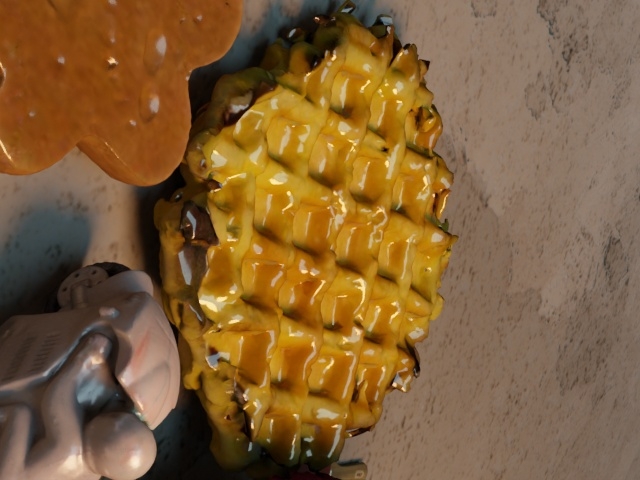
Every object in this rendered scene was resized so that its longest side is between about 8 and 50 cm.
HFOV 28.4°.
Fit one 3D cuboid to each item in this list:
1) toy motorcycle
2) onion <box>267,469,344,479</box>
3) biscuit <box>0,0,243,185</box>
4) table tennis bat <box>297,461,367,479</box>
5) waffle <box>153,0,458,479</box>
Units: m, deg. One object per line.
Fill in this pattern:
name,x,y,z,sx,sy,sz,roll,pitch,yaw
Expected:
toy motorcycle,-0.178,0.118,0.837,0.260,0.171,0.110,-54,139,-30
onion,-0.040,0.391,1.051,0.348,0.347,0.385,-12,150,-52
biscuit,-0.178,-0.182,0.815,0.355,0.052,0.275,36,69,-52
table tennis bat,-0.001,0.236,1.265,0.156,0.013,0.087,6,96,-53
waffle,0.000,0.000,1.104,0.380,0.095,0.382,-39,130,-40
